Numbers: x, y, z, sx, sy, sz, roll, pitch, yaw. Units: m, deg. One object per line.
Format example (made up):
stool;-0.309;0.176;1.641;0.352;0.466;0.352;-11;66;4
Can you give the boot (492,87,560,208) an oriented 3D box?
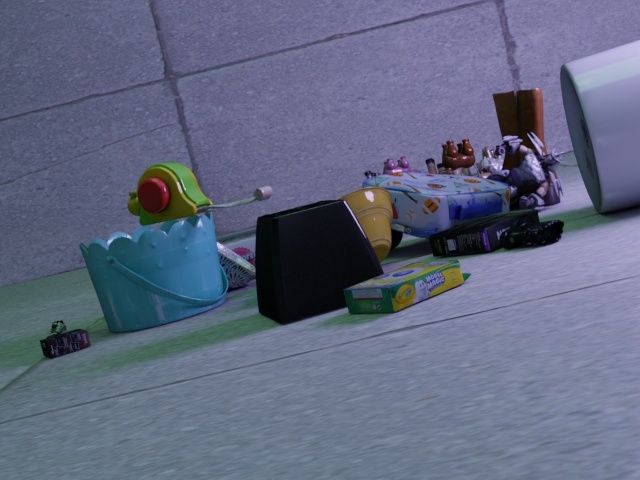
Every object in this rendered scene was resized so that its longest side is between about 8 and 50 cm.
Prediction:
boot;0.438;-0.212;2.294;0.096;0.280;0.264;-16;6;-30

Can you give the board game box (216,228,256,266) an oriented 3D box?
board game box;-0.184;0.033;2.309;0.224;0.097;0.303;-14;4;0

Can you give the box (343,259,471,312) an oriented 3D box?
box;0.136;0.066;1.460;0.179;0.043;0.105;-16;6;-40

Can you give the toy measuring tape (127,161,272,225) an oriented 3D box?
toy measuring tape;-0.245;-0.105;1.838;0.330;0.121;0.121;-10;6;31

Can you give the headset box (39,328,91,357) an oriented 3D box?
headset box;-0.461;0.186;1.753;0.083;0.032;0.062;-16;6;-29

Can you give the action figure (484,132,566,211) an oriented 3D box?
action figure;0.425;-0.130;2.175;0.285;0.185;0.099;-28;-26;20

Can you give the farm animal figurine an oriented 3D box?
farm animal figurine;0.313;-0.138;2.576;0.330;0.172;0.326;-19;-12;41

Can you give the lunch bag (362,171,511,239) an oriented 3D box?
lunch bag;0.243;-0.072;2.007;0.303;0.115;0.243;-10;18;-42

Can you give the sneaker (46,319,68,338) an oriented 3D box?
sneaker;-0.537;0.183;1.946;0.032;0.037;0.083;-11;7;3

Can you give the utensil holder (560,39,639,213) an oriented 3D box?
utensil holder;0.684;-0.246;1.833;0.385;0.328;0.327;-14;5;9

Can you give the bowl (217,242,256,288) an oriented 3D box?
bowl;-0.220;0.059;2.072;0.080;0.170;0.170;-58;1;2

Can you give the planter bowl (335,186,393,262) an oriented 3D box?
planter bowl;0.065;0.006;1.798;0.217;0.090;0.217;-26;-27;-14

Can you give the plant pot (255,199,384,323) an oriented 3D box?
plant pot;-0.013;0.026;1.589;0.188;0.167;0.187;-14;6;-14

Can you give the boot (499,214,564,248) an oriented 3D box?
boot;0.384;-0.020;1.708;0.099;0.045;0.121;-12;12;39

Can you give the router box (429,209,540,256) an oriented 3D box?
router box;0.312;-0.014;1.820;0.133;0.046;0.179;-8;7;46

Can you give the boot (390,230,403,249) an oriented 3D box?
boot;0.113;-0.019;2.178;0.338;0.118;0.222;-26;18;-35

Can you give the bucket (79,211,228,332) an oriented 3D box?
bucket;-0.321;0.061;1.902;0.281;0.183;0.281;-14;6;1
